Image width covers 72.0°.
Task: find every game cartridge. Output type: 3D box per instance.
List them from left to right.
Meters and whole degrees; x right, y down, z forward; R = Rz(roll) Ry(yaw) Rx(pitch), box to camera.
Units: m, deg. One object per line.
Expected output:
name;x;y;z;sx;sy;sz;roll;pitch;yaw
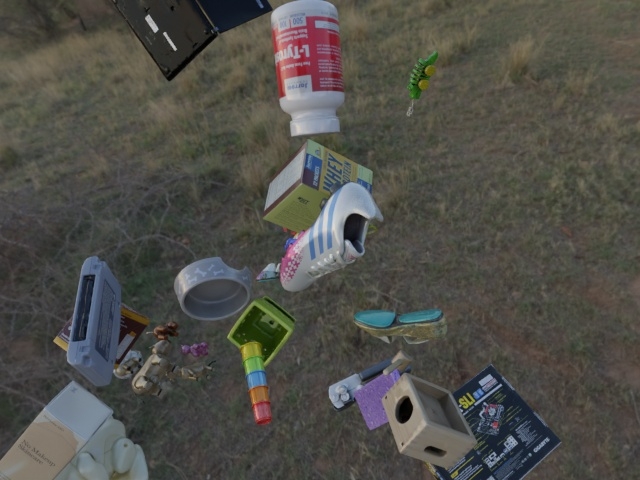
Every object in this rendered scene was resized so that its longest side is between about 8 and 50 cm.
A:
game cartridge;-0.587;0.218;1.164;0.062;0.198;0.297;-3;55;-11

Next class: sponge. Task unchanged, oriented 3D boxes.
sponge;0.174;0.449;1.239;0.031;0.210;0.117;-8;62;-34

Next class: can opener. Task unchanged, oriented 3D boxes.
can opener;0.155;0.449;1.407;0.280;0.093;0.074;-27;57;-1

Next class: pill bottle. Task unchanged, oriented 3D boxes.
pill bottle;-0.037;-0.569;1.504;0.228;0.408;0.229;-6;10;1

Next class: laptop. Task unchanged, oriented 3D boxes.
laptop;-0.292;-0.538;0.985;0.264;0.234;0.136;-30;10;26

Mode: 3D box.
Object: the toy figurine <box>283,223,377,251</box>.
toy figurine;0.000;0.000;1.572;0.362;0.191;0.217;-11;33;33

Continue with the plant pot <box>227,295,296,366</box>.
plant pot;-0.252;0.399;2.028;0.228;0.227;0.207;38;11;3

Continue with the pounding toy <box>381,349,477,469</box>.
pounding toy;0.174;0.320;0.874;0.181;0.094;0.206;27;20;-21

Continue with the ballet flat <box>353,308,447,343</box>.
ballet flat;0.279;0.312;1.563;0.348;0.123;0.123;-8;33;31

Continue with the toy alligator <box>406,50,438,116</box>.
toy alligator;0.272;-0.446;1.250;0.051;0.190;0.056;10;31;-22

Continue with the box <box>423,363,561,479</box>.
box;0.434;0.535;1.193;0.322;0.079;0.257;-30;58;-17

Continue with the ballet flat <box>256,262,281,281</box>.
ballet flat;-0.189;0.139;1.916;0.221;0.079;0.076;3;-4;-44

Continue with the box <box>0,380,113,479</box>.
box;-0.726;0.546;1.193;0.311;0.148;0.121;-47;7;17

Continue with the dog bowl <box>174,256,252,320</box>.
dog bowl;-0.466;0.228;1.954;0.348;0.349;0.102;-16;49;-5

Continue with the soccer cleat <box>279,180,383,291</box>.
soccer cleat;0.016;0.024;0.992;0.116;0.331;0.143;-1;43;-45

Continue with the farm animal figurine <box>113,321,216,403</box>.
farm animal figurine;-0.615;0.488;1.744;0.172;0.330;0.327;0;35;43

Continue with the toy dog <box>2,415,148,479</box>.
toy dog;-0.850;0.760;1.518;0.284;0.408;0.396;-20;65;19

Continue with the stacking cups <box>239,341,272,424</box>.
stacking cups;-0.258;0.563;1.749;0.095;0.096;0.316;-14;49;-3

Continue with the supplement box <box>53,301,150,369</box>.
supplement box;-0.707;0.293;1.442;0.129;0.191;0.194;26;73;19

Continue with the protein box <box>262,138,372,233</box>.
protein box;-0.007;-0.116;1.128;0.201;0.199;0.136;-34;42;50
